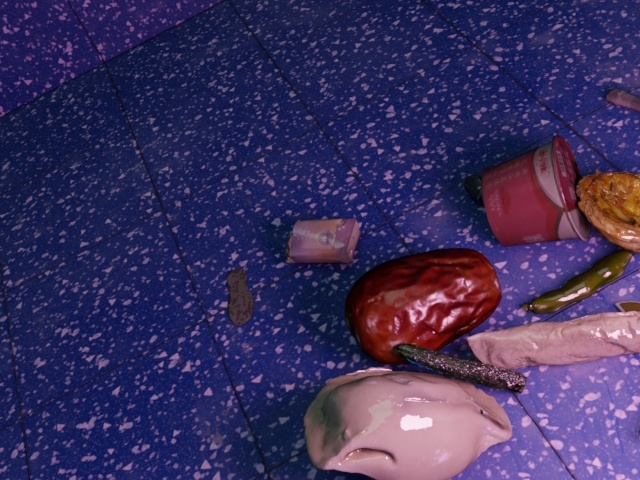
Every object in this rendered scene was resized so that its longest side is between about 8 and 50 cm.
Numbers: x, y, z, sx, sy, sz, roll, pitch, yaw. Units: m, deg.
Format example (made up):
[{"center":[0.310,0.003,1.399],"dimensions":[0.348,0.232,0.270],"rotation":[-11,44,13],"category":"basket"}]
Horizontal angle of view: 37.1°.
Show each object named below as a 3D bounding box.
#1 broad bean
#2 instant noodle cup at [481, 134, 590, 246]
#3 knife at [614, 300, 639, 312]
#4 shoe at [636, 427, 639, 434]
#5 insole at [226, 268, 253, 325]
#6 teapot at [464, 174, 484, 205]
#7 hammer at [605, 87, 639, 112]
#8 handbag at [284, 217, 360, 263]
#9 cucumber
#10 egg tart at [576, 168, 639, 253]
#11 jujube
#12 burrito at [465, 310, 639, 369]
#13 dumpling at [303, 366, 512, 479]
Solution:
[{"center":[0.538,0.089,1.954],"dimensions":[0.255,0.046,0.065],"rotation":[-29,27,-2],"category":"broad bean"},{"center":[0.465,-0.092,2.065],"dimensions":[0.179,0.234,0.234],"rotation":[-16,40,27],"category":"instant noodle cup"},{"center":[0.681,0.198,1.780],"dimensions":[0.061,0.027,0.343],"rotation":[-38,41,-7],"category":"knife"},{"center":[0.642,0.276,1.663],"dimensions":[0.207,0.091,0.106],"rotation":[-46,47,-14],"category":"shoe"},{"center":[-0.197,0.135,2.317],"dimensions":[0.065,0.006,0.193],"rotation":[-22,40,6],"category":"insole"},{"center":[0.381,-0.117,2.262],"dimensions":[0.049,0.064,0.083],"rotation":[-52,39,19],"category":"teapot"},{"center":[0.825,-0.275,2.196],"dimensions":[0.152,0.044,0.427],"rotation":[-40,42,-17],"category":"hammer"},{"center":[0.000,0.000,2.294],"dimensions":[0.173,0.095,0.117],"rotation":[-2,42,22],"category":"handbag"},{"center":[0.270,0.248,1.848],"dimensions":[0.257,0.043,0.044],"rotation":[15,45,8],"category":"cucumber"},{"center":[0.643,-0.053,1.985],"dimensions":[0.232,0.098,0.252],"rotation":[-15,43,-24],"category":"egg tart"},{"center":[0.209,0.130,1.974],"dimensions":[0.318,0.223,0.223],"rotation":[-20,40,-5],"category":"jujube"},{"center":[0.478,0.193,1.822],"dimensions":[0.392,0.117,0.076],"rotation":[-9,55,18],"category":"burrito"},{"center":[0.151,0.317,1.785],"dimensions":[0.395,0.233,0.315],"rotation":[-7,31,-15],"category":"dumpling"}]
